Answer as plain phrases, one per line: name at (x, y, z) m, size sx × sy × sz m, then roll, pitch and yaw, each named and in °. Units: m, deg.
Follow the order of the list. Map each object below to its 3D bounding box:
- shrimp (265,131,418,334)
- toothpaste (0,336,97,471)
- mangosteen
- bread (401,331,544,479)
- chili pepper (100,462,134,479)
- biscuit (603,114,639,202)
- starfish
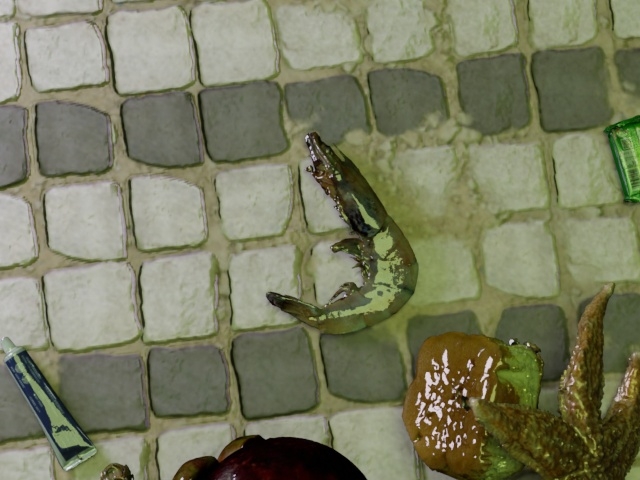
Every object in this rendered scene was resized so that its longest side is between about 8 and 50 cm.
shrimp at (0.000, 0.001, 1.682) m, size 0.148 × 0.035 × 0.195 m, roll -31°, pitch 84°, yaw -8°
toothpaste at (-0.260, 0.150, 1.632) m, size 0.037 × 0.021 × 0.140 m, roll -33°, pitch 84°, yaw -4°
mangosteen at (-0.041, 0.266, 1.540) m, size 0.210 × 0.210 × 0.209 m, roll 1°, pitch 78°, yaw -5°
bread at (0.138, 0.153, 1.612) m, size 0.069 × 0.128 × 0.140 m, roll 18°, pitch 76°, yaw -36°
chili pepper at (-0.209, 0.391, 1.546) m, size 0.110 × 0.110 × 0.387 m, roll 16°, pitch 82°, yaw -1°
biscuit at (0.311, -0.079, 1.732) m, size 0.046 × 0.016 × 0.089 m, roll -13°, pitch 80°, yaw -9°
starfish at (0.226, 0.191, 1.569) m, size 0.060 × 0.302 × 0.299 m, roll 0°, pitch 92°, yaw 39°
